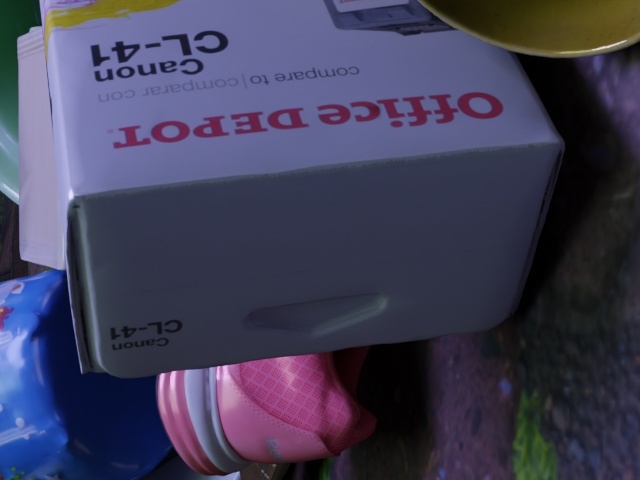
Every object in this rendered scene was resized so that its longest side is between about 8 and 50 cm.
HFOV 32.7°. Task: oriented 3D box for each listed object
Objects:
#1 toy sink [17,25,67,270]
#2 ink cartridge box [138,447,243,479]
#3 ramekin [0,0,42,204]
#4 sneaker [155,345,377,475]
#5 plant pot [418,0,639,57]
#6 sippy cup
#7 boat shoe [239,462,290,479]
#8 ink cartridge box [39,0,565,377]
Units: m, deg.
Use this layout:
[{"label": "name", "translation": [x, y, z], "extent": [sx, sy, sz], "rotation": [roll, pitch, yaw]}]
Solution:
[{"label": "toy sink", "translation": [-0.136, -0.100, 0.809], "extent": [0.131, 0.153, 0.234], "rotation": [7, 98, 61]}, {"label": "ink cartridge box", "translation": [-0.127, 0.210, 0.902], "extent": [0.223, 0.045, 0.224], "rotation": [33, 100, 57]}, {"label": "ramekin", "translation": [-0.230, -0.173, 1.026], "extent": [0.303, 0.148, 0.303], "rotation": [23, 134, 27]}, {"label": "sneaker", "translation": [0.000, 0.001, 0.706], "extent": [0.136, 0.116, 0.313], "rotation": [-3, 63, 25]}, {"label": "plant pot", "translation": [0.101, -0.157, 0.463], "extent": [0.134, 0.134, 0.095], "rotation": [-34, 27, 62]}, {"label": "sippy cup", "translation": [-0.235, 0.128, 0.868], "extent": [0.224, 0.240, 0.305], "rotation": [-23, 57, 30]}, {"label": "boat shoe", "translation": [-0.019, 0.120, 0.767], "extent": [0.050, 0.045, 0.135], "rotation": [38, 117, 44]}, {"label": "ink cartridge box", "translation": [-0.033, -0.096, 0.590], "extent": [0.131, 0.226, 0.306], "rotation": [95, 163, -45]}]
